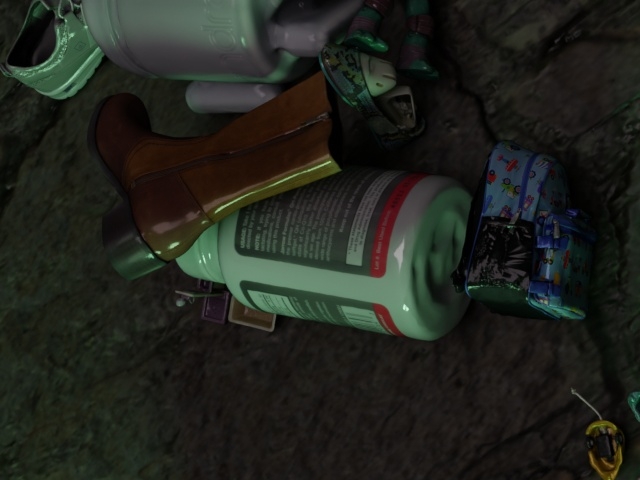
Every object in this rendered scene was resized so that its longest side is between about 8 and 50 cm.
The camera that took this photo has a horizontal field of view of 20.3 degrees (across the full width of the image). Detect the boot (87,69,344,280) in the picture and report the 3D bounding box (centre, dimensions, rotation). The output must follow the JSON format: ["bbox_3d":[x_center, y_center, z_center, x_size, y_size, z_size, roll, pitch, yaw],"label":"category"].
[{"bbox_3d":[-0.114,-0.117,1.919,0.280,0.096,0.264,-29,38,17],"label":"boot"}]

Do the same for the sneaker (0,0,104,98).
[{"bbox_3d":[-0.285,-0.291,2.166,0.105,0.115,0.281,41,109,26],"label":"sneaker"}]

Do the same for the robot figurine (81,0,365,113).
[{"bbox_3d":[-0.124,-0.280,2.016,0.354,0.200,0.299,5,118,32],"label":"robot figurine"}]

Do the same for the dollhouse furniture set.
[{"bbox_3d":[-0.107,0.059,2.065,0.114,0.081,0.091,12,95,31],"label":"dollhouse furniture set"}]

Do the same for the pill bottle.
[{"bbox_3d":[0.000,0.000,1.945,0.319,0.176,0.176,9,93,31],"label":"pill bottle"}]

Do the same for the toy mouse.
[{"bbox_3d":[0.342,0.209,1.812,0.143,0.031,0.161,-19,79,30],"label":"toy mouse"}]

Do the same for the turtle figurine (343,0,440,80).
[{"bbox_3d":[0.108,-0.300,1.927,0.118,0.175,0.234,162,127,-74],"label":"turtle figurine"}]

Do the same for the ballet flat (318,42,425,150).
[{"bbox_3d":[0.061,-0.162,1.918,0.070,0.188,0.070,-11,62,21],"label":"ballet flat"}]

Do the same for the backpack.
[{"bbox_3d":[0.217,-0.012,1.832,0.117,0.158,0.173,6,80,23],"label":"backpack"}]
